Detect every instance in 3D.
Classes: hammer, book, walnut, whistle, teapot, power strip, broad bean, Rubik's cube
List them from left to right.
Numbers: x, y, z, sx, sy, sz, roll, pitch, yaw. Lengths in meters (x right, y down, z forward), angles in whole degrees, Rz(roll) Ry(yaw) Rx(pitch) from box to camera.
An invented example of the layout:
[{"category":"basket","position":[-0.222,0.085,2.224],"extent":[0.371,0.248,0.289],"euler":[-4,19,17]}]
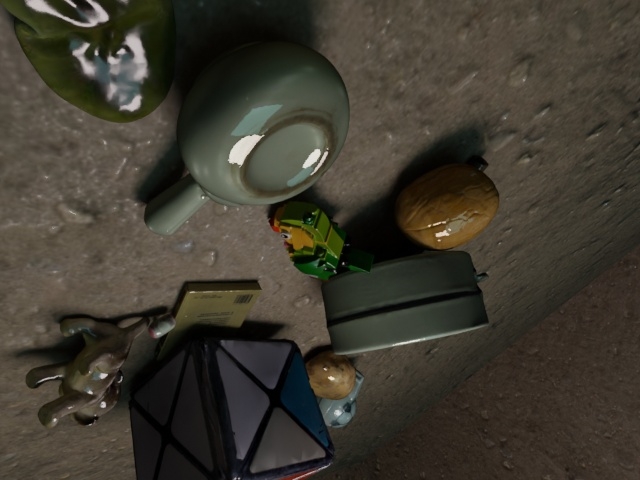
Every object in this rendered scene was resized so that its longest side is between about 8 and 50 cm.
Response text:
[{"category":"broad bean","position":[-0.215,-0.208,0.413],"extent":[0.153,0.072,0.207],"euler":[-24,157,-5]},{"category":"hammer","position":[-0.310,0.170,0.826],"extent":[0.052,0.031,0.083],"euler":[-32,177,-36]},{"category":"book","position":[-0.235,0.169,0.895],"extent":[0.161,0.026,0.231],"euler":[4,133,-38]},{"category":"teapot","position":[-0.116,-0.111,0.524],"extent":[0.318,0.149,0.220],"euler":[-32,152,1]},{"category":"Rubik's cube","position":[-0.200,0.401,0.938],"extent":[0.305,0.310,0.307],"euler":[-42,145,25]},{"category":"whistle","position":[0.054,0.550,1.476],"extent":[0.163,0.164,0.290],"euler":[-17,142,-19]},{"category":"power strip","position":[0.186,0.139,0.928],"extent":[0.357,0.162,0.357],"euler":[-11,167,-3]},{"category":"walnut","position":[0.244,-0.063,0.839],"extent":[0.197,0.165,0.165],"euler":[-33,146,-2]}]

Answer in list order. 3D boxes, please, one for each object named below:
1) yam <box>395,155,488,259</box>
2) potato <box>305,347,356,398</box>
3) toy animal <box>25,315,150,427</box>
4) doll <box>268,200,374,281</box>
[{"category":"yam","position":[0.266,-0.049,0.976],"extent":[0.045,0.045,0.327],"euler":[-35,161,-53]},{"category":"potato","position":[0.036,0.410,1.306],"extent":[0.161,0.128,0.234],"euler":[-23,137,27]},{"category":"toy animal","position":[-0.421,0.239,0.775],"extent":[0.233,0.121,0.168],"euler":[-56,155,18]},{"category":"doll","position":[-0.007,0.000,0.772],"extent":[0.134,0.106,0.186],"euler":[-4,144,38]}]
